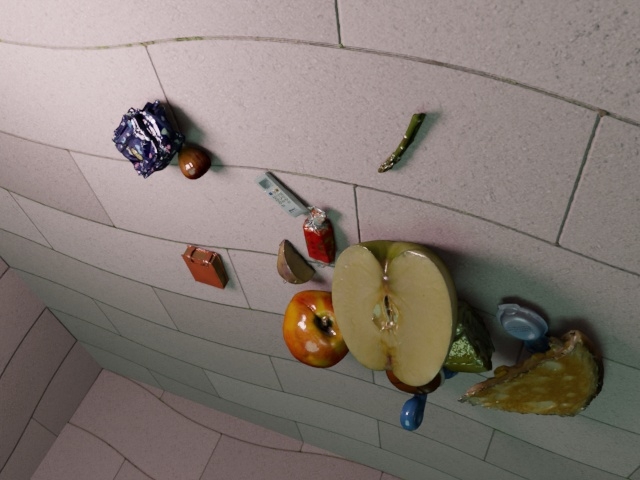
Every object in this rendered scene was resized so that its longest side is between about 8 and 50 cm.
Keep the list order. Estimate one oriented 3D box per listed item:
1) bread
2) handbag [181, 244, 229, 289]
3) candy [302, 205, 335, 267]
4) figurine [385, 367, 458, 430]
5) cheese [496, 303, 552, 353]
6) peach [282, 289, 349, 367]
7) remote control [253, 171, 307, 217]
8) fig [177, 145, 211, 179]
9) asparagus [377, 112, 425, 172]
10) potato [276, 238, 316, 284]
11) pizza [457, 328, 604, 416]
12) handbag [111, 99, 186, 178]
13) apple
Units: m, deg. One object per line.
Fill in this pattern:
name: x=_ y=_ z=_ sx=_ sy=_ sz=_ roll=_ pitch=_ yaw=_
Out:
bread: x=0.419 y=0.288 z=1.688 sx=0.124 sy=0.186 sz=0.257 roll=-18 pitch=139 yaw=33
handbag: x=-0.415 y=0.098 z=2.103 sx=0.127 sy=0.063 sz=0.190 roll=16 pitch=149 yaw=16
candy: x=-0.001 y=0.001 z=1.682 sx=0.086 sy=0.059 sz=0.292 roll=14 pitch=145 yaw=20
figurine: x=0.302 y=0.420 z=1.955 sx=0.298 sy=0.243 sz=0.416 roll=10 pitch=126 yaw=38
cheese: x=0.582 y=0.248 z=1.635 sx=0.135 sy=0.052 sz=0.245 roll=-12 pitch=133 yaw=47
peach: x=-0.011 y=0.290 z=1.933 sx=0.281 sy=0.238 sz=0.281 roll=49 pitch=161 yaw=23
remote control: x=-0.108 y=-0.126 z=1.605 sx=0.162 sy=0.029 sz=0.061 roll=44 pitch=141 yaw=-18
fig: x=-0.362 y=-0.229 z=1.600 sx=0.125 sy=0.089 sz=0.089 roll=49 pitch=145 yaw=-1
asparagus: x=0.181 y=-0.213 z=1.284 sx=0.034 sy=0.027 sz=0.236 roll=10 pitch=150 yaw=-12
potato: x=-0.107 y=0.085 z=1.844 sx=0.101 sy=0.089 sz=0.172 roll=-3 pitch=139 yaw=41
pizza: x=0.682 y=0.422 z=1.717 sx=0.392 sy=0.080 sz=0.435 roll=25 pitch=135 yaw=-27
handbag: x=-0.469 y=-0.269 z=1.563 sx=0.162 sy=0.113 sz=0.260 roll=56 pitch=147 yaw=-9
apple: x=0.195 y=0.184 z=1.546 sx=0.312 sy=0.320 sz=0.360 roll=-5 pitch=103 yaw=-3
